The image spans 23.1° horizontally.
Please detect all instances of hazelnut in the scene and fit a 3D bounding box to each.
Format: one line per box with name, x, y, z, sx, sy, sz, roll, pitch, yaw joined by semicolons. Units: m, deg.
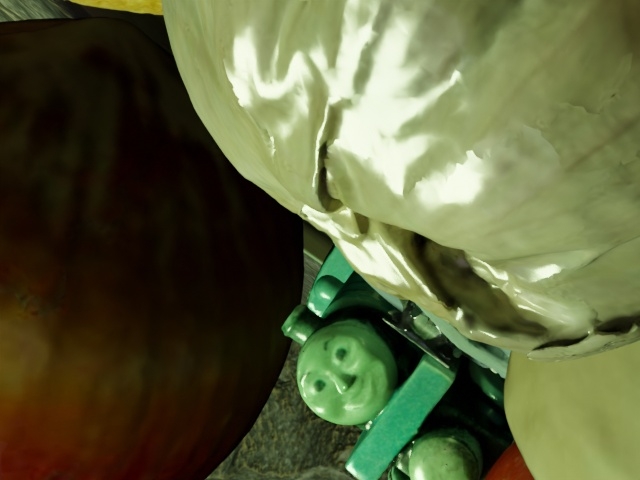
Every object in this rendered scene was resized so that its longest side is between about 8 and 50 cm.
hazelnut;-0.212;0.039;1.209;0.429;0.402;0.402;10;-168;-38

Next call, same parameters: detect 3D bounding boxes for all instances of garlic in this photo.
garlic;0.048;-0.058;0.464;0.228;0.152;0.228;42;176;4

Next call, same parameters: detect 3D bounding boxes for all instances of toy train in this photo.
toy train;0.067;0.079;1.069;0.194;0.120;0.298;36;-164;2

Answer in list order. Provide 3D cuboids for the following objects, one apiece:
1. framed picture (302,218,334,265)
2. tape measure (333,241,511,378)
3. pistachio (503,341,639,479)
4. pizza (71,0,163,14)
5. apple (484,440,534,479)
framed picture;0.000;0.000;1.594;0.293;0.018;0.231;34;172;25
tape measure;0.095;0.013;0.879;0.182;0.107;0.181;34;166;3
pistachio;0.194;0.087;0.657;0.288;0.166;0.197;37;150;38
pizza;-0.124;-0.185;0.661;0.290;0.081;0.229;18;160;-29
apple;0.209;0.202;0.875;0.260;0.260;0.216;38;-174;-5
